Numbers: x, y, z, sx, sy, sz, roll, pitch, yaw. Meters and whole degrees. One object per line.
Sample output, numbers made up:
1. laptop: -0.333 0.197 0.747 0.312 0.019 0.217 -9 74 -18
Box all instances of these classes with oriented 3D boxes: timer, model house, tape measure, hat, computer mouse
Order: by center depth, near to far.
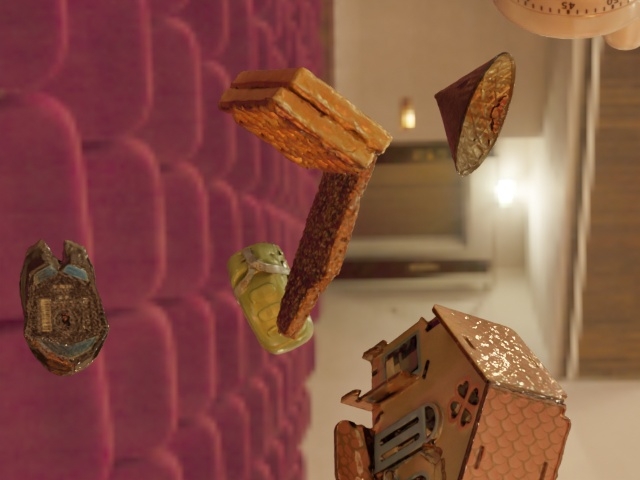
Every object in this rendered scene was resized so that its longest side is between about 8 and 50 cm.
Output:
1. computer mouse: -0.243 0.064 1.456 0.047 0.079 0.135 132 -48 -62
2. hat: 0.155 -0.149 1.729 0.146 0.067 0.146 -50 153 -37
3. model house: 0.151 0.227 1.752 0.244 0.169 0.326 -35 -136 43
4. tape measure: -0.064 0.071 2.043 0.177 0.087 0.154 22 44 -83
5. timer: 0.342 -0.354 2.096 0.240 0.233 0.233 82 5 -46

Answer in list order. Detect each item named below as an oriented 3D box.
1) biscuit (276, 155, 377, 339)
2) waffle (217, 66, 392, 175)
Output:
1. biscuit: 0.002 0.005 1.836 0.131 0.026 0.237 -168 -83 -73
2. waffle: -0.015 -0.095 1.239 0.042 0.102 0.148 -59 -160 -7
